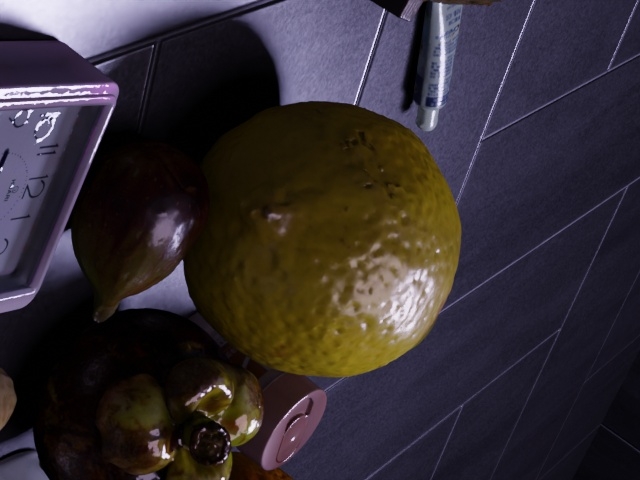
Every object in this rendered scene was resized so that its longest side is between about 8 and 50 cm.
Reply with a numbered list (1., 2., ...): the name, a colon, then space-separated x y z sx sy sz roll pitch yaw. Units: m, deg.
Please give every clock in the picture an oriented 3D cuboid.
1. clock: -0.236 -0.037 0.978 0.150 0.063 0.197 -13 134 -58

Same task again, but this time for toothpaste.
1. toothpaste: 0.124 -0.204 1.473 0.062 0.037 0.216 -36 147 -36

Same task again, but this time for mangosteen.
1. mangosteen: -0.142 0.160 1.235 0.192 0.217 0.192 -13 110 -39

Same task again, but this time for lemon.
1. lemon: 0.001 -0.001 1.251 0.267 0.267 0.267 -42 154 -26

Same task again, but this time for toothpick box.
1. toothpick box: -0.080 0.147 1.418 0.098 0.149 0.098 -42 153 -27

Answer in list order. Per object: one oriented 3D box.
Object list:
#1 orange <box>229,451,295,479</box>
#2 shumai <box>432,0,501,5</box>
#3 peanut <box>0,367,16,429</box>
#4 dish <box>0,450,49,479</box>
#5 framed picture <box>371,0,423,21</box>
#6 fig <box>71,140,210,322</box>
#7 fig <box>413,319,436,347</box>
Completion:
1. orange: -0.124 0.352 1.498 0.264 0.264 0.264 -42 154 -26
2. shumai: 0.124 -0.314 1.218 0.206 0.166 0.176 111 -2 -57
3. peanut: -0.305 0.137 1.074 0.174 0.080 0.080 -12 133 -53
4. dish: -0.303 0.305 1.295 0.229 0.081 0.229 -42 154 -26
5. framed picture: 0.030 -0.258 1.048 0.128 0.168 0.023 -59 156 12
6. fig: -0.151 -0.004 1.138 0.109 0.103 0.155 2 115 -37
7. fig: 0.044 0.061 1.600 0.142 0.186 0.148 67 25 -15
